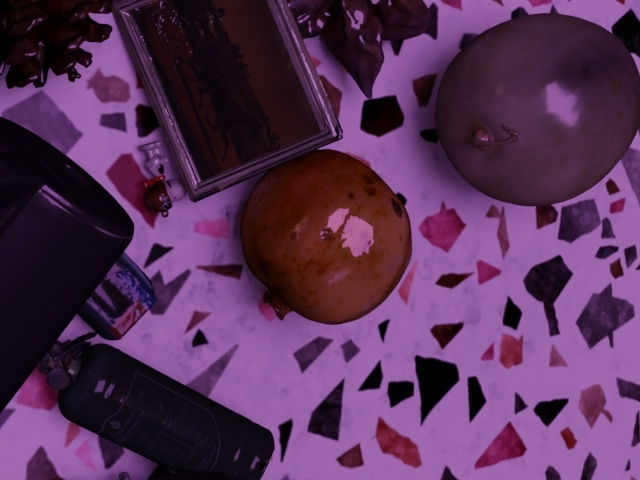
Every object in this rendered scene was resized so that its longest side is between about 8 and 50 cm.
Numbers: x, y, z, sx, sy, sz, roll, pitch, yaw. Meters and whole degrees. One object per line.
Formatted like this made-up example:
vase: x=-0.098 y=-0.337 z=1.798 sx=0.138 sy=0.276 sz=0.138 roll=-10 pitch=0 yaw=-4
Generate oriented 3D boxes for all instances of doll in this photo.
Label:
doll: x=-0.191 y=-0.073 z=1.227 sx=0.058 sy=0.040 sz=0.085 roll=-45 pitch=115 yaw=-36

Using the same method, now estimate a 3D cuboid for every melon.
melon: x=0.292 y=-0.174 z=1.383 sx=0.307 sy=0.271 sz=0.272 roll=-9 pitch=94 yaw=-24

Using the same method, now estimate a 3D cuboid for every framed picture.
framed picture: x=-0.110 y=-0.197 z=1.210 sx=0.197 sy=0.014 sz=0.252 roll=-23 pitch=91 yaw=2

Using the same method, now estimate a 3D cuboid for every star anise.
star anise: x=0.006 y=-0.325 z=1.302 sx=0.315 sy=0.108 sz=0.316 roll=5 pitch=82 yaw=-35

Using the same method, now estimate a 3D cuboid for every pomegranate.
pomegranate: x=0.000 y=0.000 z=1.245 sx=0.215 sy=0.215 sz=0.216 roll=0 pitch=89 yaw=-30

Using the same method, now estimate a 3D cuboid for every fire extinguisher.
fire extinguisher: x=-0.195 y=0.190 z=1.184 sx=0.311 sy=0.095 sz=0.114 roll=31 pitch=116 yaw=-25

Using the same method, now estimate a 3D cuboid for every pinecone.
pinecone: x=-0.330 y=-0.284 z=1.055 sx=0.246 sy=0.246 sz=0.292 roll=-48 pitch=128 yaw=-21

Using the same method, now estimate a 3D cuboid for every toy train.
toy train: x=-0.343 y=-0.053 z=1.112 sx=0.409 sy=0.086 sz=0.089 roll=48 pitch=70 yaw=-21

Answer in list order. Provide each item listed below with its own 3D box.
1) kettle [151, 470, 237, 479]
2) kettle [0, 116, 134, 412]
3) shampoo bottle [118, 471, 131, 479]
kettle: x=-0.173 y=0.395 z=1.154 sx=0.221 sy=0.161 sz=0.237 roll=9 pitch=113 yaw=0
kettle: x=-0.352 y=0.042 z=0.962 sx=0.308 sy=0.203 sz=0.262 roll=-50 pitch=145 yaw=5
shampoo bottle: x=-0.301 y=0.313 z=1.145 sx=0.204 sy=0.065 sz=0.065 roll=-20 pitch=99 yaw=-28
